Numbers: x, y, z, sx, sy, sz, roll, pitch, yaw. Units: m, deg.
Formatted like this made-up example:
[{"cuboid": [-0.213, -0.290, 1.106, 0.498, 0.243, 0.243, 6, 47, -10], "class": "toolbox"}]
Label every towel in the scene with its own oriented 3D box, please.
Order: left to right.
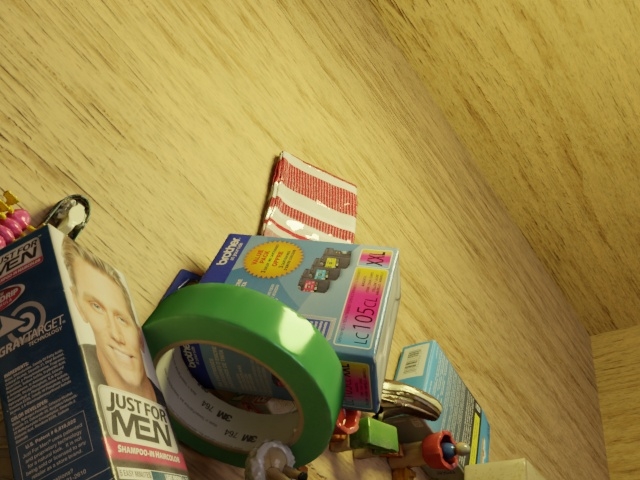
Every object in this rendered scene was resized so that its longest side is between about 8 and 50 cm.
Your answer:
[{"cuboid": [-0.017, -0.058, 1.364, 0.237, 0.037, 0.328, 24, 48, -19], "class": "towel"}]

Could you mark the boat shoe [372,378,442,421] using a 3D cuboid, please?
[{"cuboid": [0.143, 0.364, 1.277, 0.258, 0.095, 0.095, 21, 59, 1], "class": "boat shoe"}]

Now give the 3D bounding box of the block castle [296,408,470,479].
[{"cuboid": [0.130, 0.496, 1.125, 0.453, 0.213, 0.302, 34, 45, -39], "class": "block castle"}]

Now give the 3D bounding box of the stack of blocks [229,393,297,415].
[{"cuboid": [-0.031, 0.243, 1.098, 0.297, 0.171, 0.087, -41, 104, -37], "class": "stack of blocks"}]

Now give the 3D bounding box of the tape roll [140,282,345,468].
[{"cuboid": [-0.127, 0.212, 0.850, 0.321, 0.321, 0.077, 52, 33, -19], "class": "tape roll"}]

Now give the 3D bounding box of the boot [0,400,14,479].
[{"cuboid": [-0.327, 0.293, 0.748, 0.258, 0.095, 0.123, 27, 54, -32], "class": "boot"}]

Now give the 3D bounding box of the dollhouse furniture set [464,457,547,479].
[{"cuboid": [0.444, 0.735, 1.262, 0.256, 0.362, 0.394, 45, 40, -28], "class": "dollhouse furniture set"}]

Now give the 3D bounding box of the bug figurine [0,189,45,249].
[{"cuboid": [-0.485, -0.020, 0.727, 0.279, 0.072, 0.216, 56, 41, -23], "class": "bug figurine"}]

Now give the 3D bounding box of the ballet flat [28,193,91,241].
[{"cuboid": [-0.397, -0.001, 0.847, 0.070, 0.070, 0.188, 41, 41, -32], "class": "ballet flat"}]

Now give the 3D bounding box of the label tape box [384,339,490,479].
[{"cuboid": [0.319, 0.474, 1.494, 0.347, 0.115, 0.249, 55, 35, -22], "class": "label tape box"}]

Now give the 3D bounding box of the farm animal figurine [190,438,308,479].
[{"cuboid": [-0.166, 0.463, 0.759, 0.330, 0.172, 0.326, -12, 100, -42], "class": "farm animal figurine"}]

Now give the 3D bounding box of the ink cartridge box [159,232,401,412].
[{"cuboid": [-0.073, 0.128, 0.997, 0.270, 0.396, 0.151, -69, 157, -49], "class": "ink cartridge box"}]

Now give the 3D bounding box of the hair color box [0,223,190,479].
[{"cuboid": [-0.276, 0.167, 0.672, 0.347, 0.105, 0.174, 60, 0, 29], "class": "hair color box"}]
